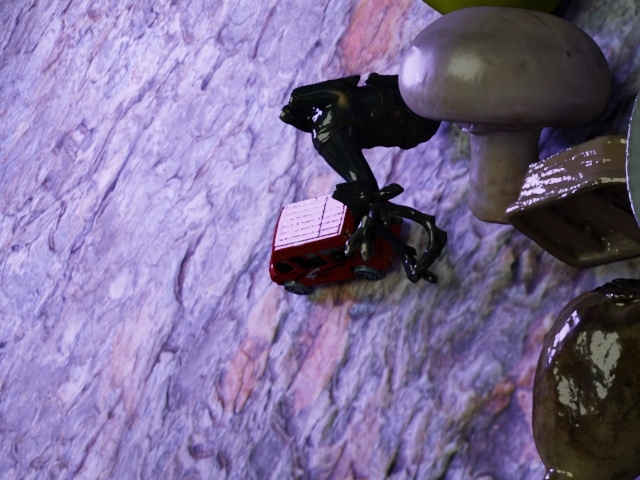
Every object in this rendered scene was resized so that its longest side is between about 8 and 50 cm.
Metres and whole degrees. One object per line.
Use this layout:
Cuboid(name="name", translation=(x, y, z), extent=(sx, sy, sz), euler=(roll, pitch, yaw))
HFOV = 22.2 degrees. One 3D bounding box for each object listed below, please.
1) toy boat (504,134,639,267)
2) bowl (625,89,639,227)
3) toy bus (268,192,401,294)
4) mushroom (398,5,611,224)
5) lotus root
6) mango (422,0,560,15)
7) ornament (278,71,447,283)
Cuboid(name="toy boat", translation=(0.266, -0.040, 1.455), extent=(0.188, 0.116, 0.061), euler=(-18, 47, 49))
Cuboid(name="bowl", translation=(0.405, -0.070, 1.248), extent=(0.313, 0.146, 0.313), euler=(-24, 52, 34))
Cuboid(name="toy bus", translation=(0.000, 0.000, 1.803), extent=(0.195, 0.089, 0.081), euler=(-13, 58, 49))
Cuboid(name="mushroom", translation=(0.166, -0.135, 1.581), extent=(0.209, 0.206, 0.206), euler=(-58, 34, 16))
Cuboid(name="lotus root", translation=(0.238, 0.131, 1.368), extent=(0.138, 0.138, 0.214), euler=(21, 85, 56))
Cuboid(name="mango", translation=(0.147, -0.307, 1.733), extent=(0.143, 0.175, 0.293), euler=(-55, 40, -2))
Cuboid(name="ornament", translation=(0.084, -0.061, 1.707), extent=(0.080, 0.202, 0.236), euler=(-55, 53, 45))
